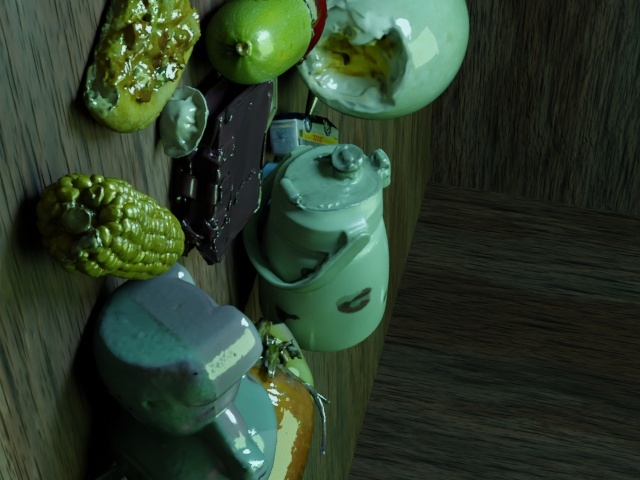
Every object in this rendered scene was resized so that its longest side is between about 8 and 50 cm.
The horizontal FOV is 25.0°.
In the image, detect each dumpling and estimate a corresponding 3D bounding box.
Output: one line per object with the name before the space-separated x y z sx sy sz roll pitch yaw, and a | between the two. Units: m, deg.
dumpling | -0.157 -0.138 1.683 0.052 0.057 0.076 90 15 -45

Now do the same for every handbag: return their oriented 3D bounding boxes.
handbag | -0.129 -0.098 1.848 0.216 0.074 0.203 -58 155 -62

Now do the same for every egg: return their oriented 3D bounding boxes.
egg | 0.099 -0.338 2.286 0.336 0.278 0.278 -51 150 -57

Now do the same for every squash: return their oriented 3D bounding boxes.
squash | -0.083 -0.251 1.812 0.186 0.123 0.123 -56 154 -66

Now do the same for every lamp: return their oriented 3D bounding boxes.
lamp | -0.168 0.202 1.619 0.247 0.247 0.301 -39 141 -27

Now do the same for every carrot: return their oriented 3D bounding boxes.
carrot | -0.103 0.259 1.959 0.193 0.214 0.331 51 46 -70

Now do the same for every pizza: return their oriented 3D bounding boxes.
pizza | -0.177 -0.215 1.496 0.292 0.058 0.197 -59 156 -64

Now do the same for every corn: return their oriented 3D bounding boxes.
corn | -0.205 -0.009 1.441 0.313 0.102 0.102 46 55 -83

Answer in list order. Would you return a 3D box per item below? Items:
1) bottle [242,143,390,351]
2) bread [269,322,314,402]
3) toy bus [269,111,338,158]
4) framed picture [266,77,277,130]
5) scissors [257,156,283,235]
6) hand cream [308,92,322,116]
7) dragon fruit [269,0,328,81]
bottle | 0.000 0.000 2.183 0.351 0.229 0.229 92 12 -54
bread | -0.093 0.240 2.134 0.158 0.156 0.260 74 26 -72
toy bus | -0.025 -0.163 2.307 0.172 0.057 0.072 0 88 -66
framed picture | -0.085 -0.241 2.136 0.136 0.010 0.201 -68 164 -48
scissors | -0.057 -0.119 2.351 0.256 0.030 0.125 -65 161 -47
hand cream | 0.010 -0.308 2.530 0.067 0.043 0.209 -25 130 -78
dragon fruit | -0.066 -0.278 1.963 0.125 0.125 0.246 -93 -155 -68
